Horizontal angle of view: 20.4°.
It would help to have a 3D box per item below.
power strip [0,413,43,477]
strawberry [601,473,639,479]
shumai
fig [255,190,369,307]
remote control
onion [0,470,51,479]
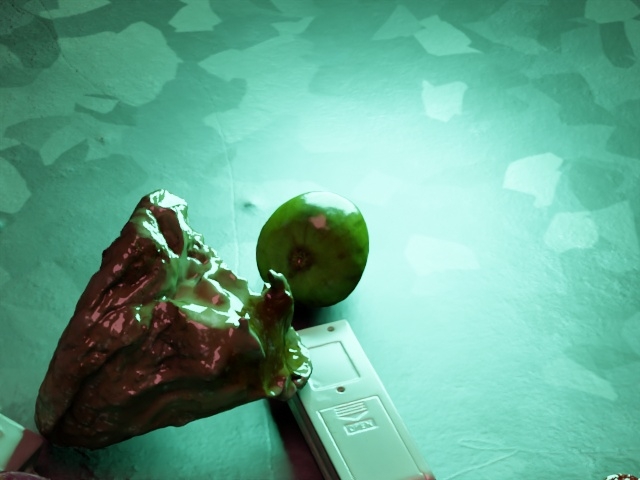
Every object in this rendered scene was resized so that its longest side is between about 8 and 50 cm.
[{"bbox_3d":[-0.439,0.196,1.949,0.338,0.058,0.098,28,29,7],"label":"power strip"},{"bbox_3d":[0.331,0.295,1.910,0.106,0.106,0.106,2,42,-1],"label":"strawberry"},{"bbox_3d":[-0.151,0.132,1.990,0.262,0.267,0.314,30,82,3],"label":"shumai"},{"bbox_3d":[-0.002,0.014,2.196,0.148,0.186,0.142,-2,83,24],"label":"fig"},{"bbox_3d":[0.031,0.204,2.022,0.103,0.055,0.277,-12,42,-16],"label":"remote control"},{"bbox_3d":[-0.317,0.314,1.745,0.200,0.201,0.207,20,55,19],"label":"onion"}]
